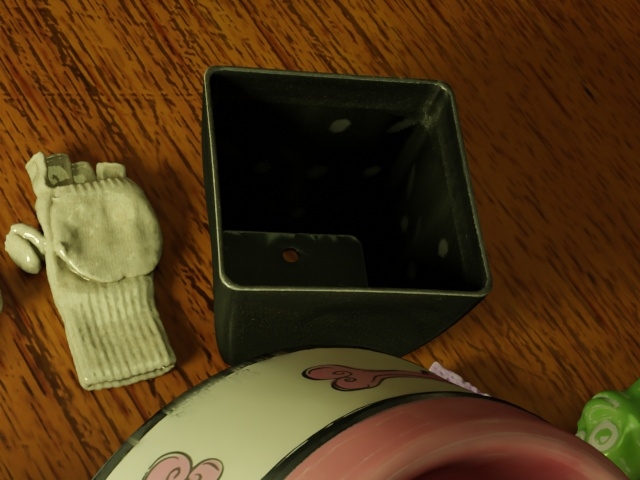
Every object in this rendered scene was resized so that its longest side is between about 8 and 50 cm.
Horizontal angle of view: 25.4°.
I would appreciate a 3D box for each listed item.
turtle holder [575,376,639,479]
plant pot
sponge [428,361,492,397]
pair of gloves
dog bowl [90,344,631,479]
[{"bbox_3d":[0.345,0.190,0.971,0.320,0.243,0.227,42,73,4],"label":"turtle holder"},{"bbox_3d":[0.000,0.000,1.045,0.188,0.167,0.187,1,57,-14],"label":"plant pot"},{"bbox_3d":[0.079,0.195,1.017,0.117,0.031,0.210,33,54,8],"label":"sponge"},{"bbox_3d":[-0.232,0.016,1.046,0.240,0.042,0.204,-2,57,-18],"label":"pair of gloves"},{"bbox_3d":[0.045,0.260,0.762,0.408,0.150,0.408,2,87,-38],"label":"dog bowl"}]
